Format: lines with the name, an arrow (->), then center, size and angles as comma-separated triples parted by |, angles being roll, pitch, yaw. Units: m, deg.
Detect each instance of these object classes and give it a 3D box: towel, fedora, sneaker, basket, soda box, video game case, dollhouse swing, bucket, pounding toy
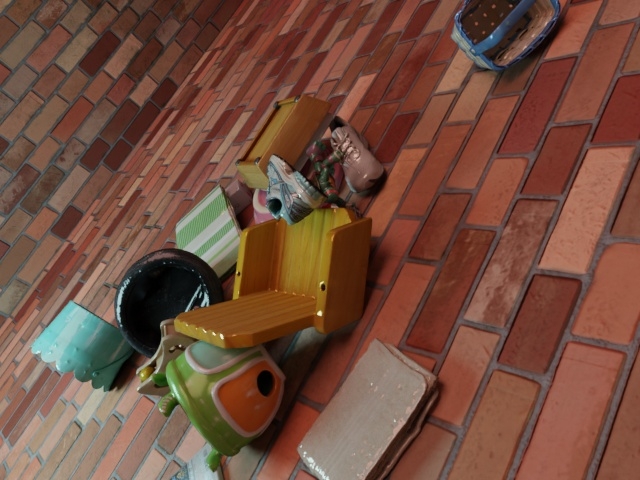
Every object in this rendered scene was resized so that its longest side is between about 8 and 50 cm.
towel -> 0.084, 0.326, 1.003 | 0.282, 0.049, 0.187 | -52, 33, -5
fedora -> -0.413, 0.175, 1.579 | 0.334, 0.334, 0.152 | -40, 1, 12
sneaker -> -0.095, -0.123, 1.340 | 0.122, 0.110, 0.283 | -47, 28, 1
basket -> 0.448, -0.536, 1.292 | 0.255, 0.201, 0.289 | -46, 3, 5
soda box -> -0.333, -0.108, 1.876 | 0.216, 0.074, 0.069 | -38, 36, 14
towel -> -0.350, 0.000, 1.754 | 0.248, 0.038, 0.324 | -39, 51, 14
video game case -> -0.275, 0.562, 1.189 | 0.173, 0.022, 0.190 | -44, 35, 6
sneaker -> 0.079, -0.234, 1.496 | 0.111, 0.129, 0.297 | -38, 36, 13
dollhouse swing -> -0.125, 0.064, 1.232 | 0.347, 0.305, 0.315 | 4, 87, 50
bucket -> -0.726, 0.325, 1.715 | 0.281, 0.281, 0.183 | 9, 62, 51
pounding toy -> -0.370, 0.314, 1.424 | 0.269, 0.154, 0.155 | -42, 34, 9

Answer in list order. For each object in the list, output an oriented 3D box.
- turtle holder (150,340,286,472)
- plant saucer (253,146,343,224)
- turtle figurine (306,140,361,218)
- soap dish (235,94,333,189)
turtle holder -> -0.203, 0.318, 1.203 | 0.227, 0.243, 0.320 | -38, -4, -10
plant saucer -> -0.083, -0.161, 1.645 | 0.332, 0.084, 0.332 | -28, 39, 26
turtle figurine -> 0.027, -0.154, 1.407 | 0.118, 0.175, 0.234 | -13, 37, -9
soap dish -> -0.111, -0.282, 1.583 | 0.290, 0.118, 0.229 | -59, 27, -8
